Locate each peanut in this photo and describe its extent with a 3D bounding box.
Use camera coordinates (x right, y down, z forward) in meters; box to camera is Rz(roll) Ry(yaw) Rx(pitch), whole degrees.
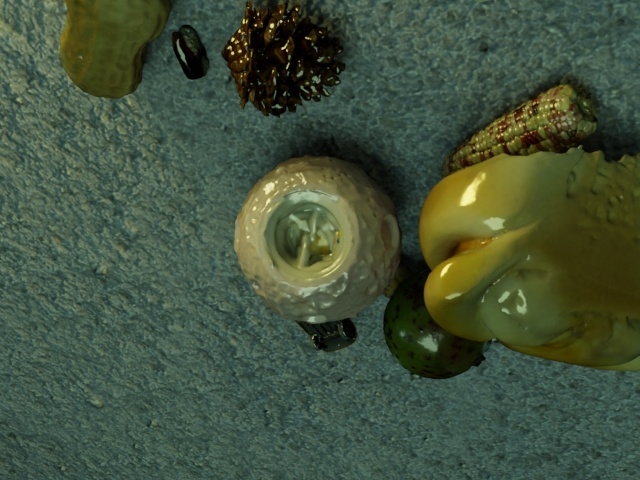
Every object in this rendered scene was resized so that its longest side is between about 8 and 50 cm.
[{"bbox_3d":[-0.292,-0.319,1.306,0.159,0.143,0.291,26,137,10],"label":"peanut"}]

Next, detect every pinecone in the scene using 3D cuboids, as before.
[{"bbox_3d":[-0.050,-0.247,1.280,0.174,0.173,0.173,10,133,11],"label":"pinecone"}]

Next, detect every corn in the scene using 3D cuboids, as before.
[{"bbox_3d":[0.268,-0.136,1.305,0.086,0.086,0.253,44,134,-20],"label":"corn"}]

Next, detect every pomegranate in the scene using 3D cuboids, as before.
[{"bbox_3d":[0.171,0.113,1.506,0.248,0.202,0.202,41,137,19],"label":"pomegranate"}]

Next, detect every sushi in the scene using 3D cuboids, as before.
[{"bbox_3d":[-0.199,-0.274,1.379,0.044,0.046,0.083,-5,129,25],"label":"sushi"}]

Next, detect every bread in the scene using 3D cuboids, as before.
[{"bbox_3d":[0.345,0.035,1.289,0.424,0.245,0.329,18,134,-21],"label":"bread"}]

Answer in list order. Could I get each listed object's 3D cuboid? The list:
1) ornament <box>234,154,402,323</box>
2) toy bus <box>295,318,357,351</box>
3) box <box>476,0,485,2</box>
[{"bbox_3d":[0.000,0.000,1.416,0.260,0.225,0.259,0,88,9],"label":"ornament"},{"bbox_3d":[-0.012,0.105,1.624,0.083,0.088,0.194,-25,116,36],"label":"toy bus"},{"bbox_3d":[0.276,-0.371,1.071,0.243,0.067,0.155,-5,147,24],"label":"box"}]
